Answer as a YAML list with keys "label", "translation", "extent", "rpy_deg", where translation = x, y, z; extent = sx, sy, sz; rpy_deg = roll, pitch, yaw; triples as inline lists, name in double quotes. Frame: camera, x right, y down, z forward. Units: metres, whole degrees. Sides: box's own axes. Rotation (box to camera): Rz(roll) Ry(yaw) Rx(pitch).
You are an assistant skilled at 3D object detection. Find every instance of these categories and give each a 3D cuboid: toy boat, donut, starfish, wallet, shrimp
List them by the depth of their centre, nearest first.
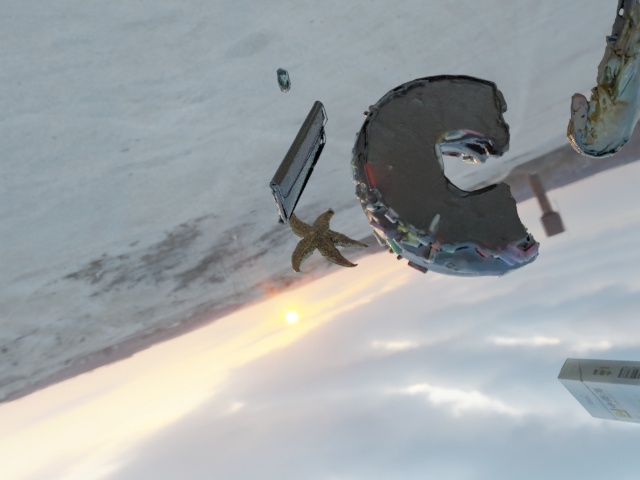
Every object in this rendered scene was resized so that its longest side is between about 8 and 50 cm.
- label: "shrimp"
  translation: [0.408, -0.242, 0.860]
  extent: [0.117, 0.262, 0.066]
  rpy_deg: [-14, -160, -27]
- label: "donut"
  translation: [0.174, -0.093, 0.949]
  extent: [0.259, 0.345, 0.136]
  rpy_deg: [-5, 154, -7]
- label: "wallet"
  translation: [-0.038, -0.162, 1.285]
  extent: [0.039, 0.243, 0.133]
  rpy_deg: [13, 145, 15]
- label: "starfish"
  translation: [0.000, -0.001, 1.520]
  extent: [0.240, 0.227, 0.043]
  rpy_deg: [-55, 158, -39]
- label: "toy boat"
  translation: [-0.097, -0.427, 1.653]
  extent: [0.038, 0.083, 0.038]
  rpy_deg: [-11, 154, -5]

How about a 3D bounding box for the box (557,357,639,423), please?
- label: "box"
  translation: [0.664, 0.330, 1.348]
  extent: [0.067, 0.155, 0.243]
  rpy_deg: [-51, -164, -25]
